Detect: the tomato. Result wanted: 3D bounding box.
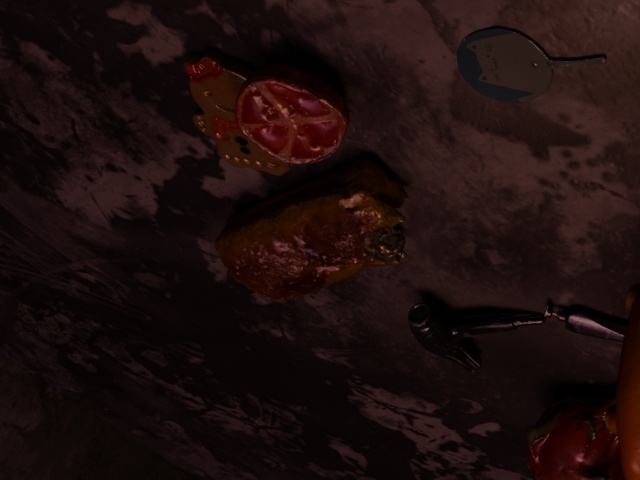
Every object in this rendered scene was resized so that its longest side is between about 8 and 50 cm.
[{"bbox_3d":[-0.034,-0.174,1.266,0.156,0.069,0.155,11,143,9],"label":"tomato"}]

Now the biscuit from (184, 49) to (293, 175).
[{"bbox_3d":[-0.114,-0.174,1.361,0.166,0.036,0.225,14,147,20],"label":"biscuit"}]

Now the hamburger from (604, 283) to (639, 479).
[{"bbox_3d":[0.509,0.179,1.152,0.278,0.395,0.395,0,141,35],"label":"hamburger"}]

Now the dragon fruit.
[{"bbox_3d":[0.469,0.351,1.618,0.269,0.198,0.200,-19,118,32],"label":"dragon fruit"}]

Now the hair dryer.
[{"bbox_3d":[0.271,0.152,1.568,0.219,0.075,0.195,-13,143,36],"label":"hair dryer"}]

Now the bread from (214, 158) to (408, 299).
[{"bbox_3d":[0.000,0.000,1.475,0.185,0.109,0.380,41,144,-23],"label":"bread"}]

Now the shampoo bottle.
[{"bbox_3d":[0.406,0.125,1.450,0.137,0.027,0.048,16,135,15],"label":"shampoo bottle"}]

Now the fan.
[{"bbox_3d":[0.238,-0.200,1.098,0.175,0.005,0.113,2,142,33],"label":"fan"}]
